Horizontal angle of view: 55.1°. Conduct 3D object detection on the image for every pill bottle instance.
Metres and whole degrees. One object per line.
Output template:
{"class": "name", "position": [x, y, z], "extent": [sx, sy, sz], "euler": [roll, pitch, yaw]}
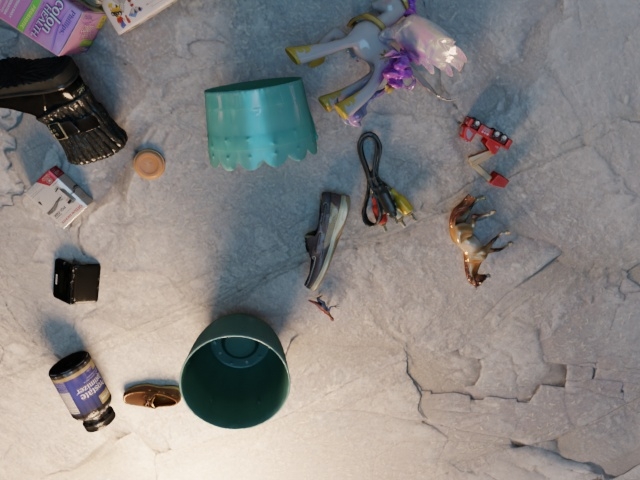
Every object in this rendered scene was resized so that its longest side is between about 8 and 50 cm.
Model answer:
{"class": "pill bottle", "position": [-0.689, 0.445, 1.792], "extent": [0.123, 0.123, 0.219], "euler": [-19, 110, 3]}

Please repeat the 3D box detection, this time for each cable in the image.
{"class": "cable", "position": [0.153, -0.153, 1.692], "extent": [0.139, 0.072, 0.287], "euler": [-21, 98, 21]}

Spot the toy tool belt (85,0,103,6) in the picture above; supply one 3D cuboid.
{"class": "toy tool belt", "position": [-0.547, -0.580, 1.430], "extent": [0.083, 0.051, 0.052], "euler": [33, 70, -27]}

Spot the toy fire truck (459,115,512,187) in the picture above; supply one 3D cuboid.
{"class": "toy fire truck", "position": [0.448, -0.240, 1.670], "extent": [0.192, 0.047, 0.135], "euler": [25, 107, -11]}

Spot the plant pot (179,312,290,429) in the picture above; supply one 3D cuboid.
{"class": "plant pot", "position": [-0.234, 0.340, 1.727], "extent": [0.293, 0.235, 0.293], "euler": [-1, 110, -4]}

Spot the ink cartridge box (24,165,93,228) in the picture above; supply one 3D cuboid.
{"class": "ink cartridge box", "position": [-0.693, -0.115, 1.630], "extent": [0.099, 0.056, 0.135], "euler": [-41, 106, 9]}

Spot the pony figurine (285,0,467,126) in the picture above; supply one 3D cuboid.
{"class": "pony figurine", "position": [0.155, -0.441, 1.468], "extent": [0.363, 0.303, 0.351], "euler": [-39, 82, -5]}

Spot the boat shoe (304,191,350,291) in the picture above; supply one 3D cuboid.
{"class": "boat shoe", "position": [0.000, 0.000, 1.700], "extent": [0.092, 0.103, 0.285], "euler": [19, 103, -5]}

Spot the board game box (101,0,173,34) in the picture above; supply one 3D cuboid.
{"class": "board game box", "position": [-0.403, -0.631, 1.411], "extent": [0.305, 0.053, 0.193], "euler": [-18, 112, 28]}

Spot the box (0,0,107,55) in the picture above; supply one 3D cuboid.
{"class": "box", "position": [-0.646, -0.544, 1.400], "extent": [0.243, 0.213, 0.117], "euler": [32, 104, -14]}

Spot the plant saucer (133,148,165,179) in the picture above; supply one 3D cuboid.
{"class": "plant saucer", "position": [-0.458, -0.203, 1.638], "extent": [0.084, 0.013, 0.083], "euler": [-1, 109, -4]}

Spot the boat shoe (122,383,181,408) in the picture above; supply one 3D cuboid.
{"class": "boat shoe", "position": [-0.508, 0.473, 1.846], "extent": [0.178, 0.060, 0.064], "euler": [0, 109, -4]}

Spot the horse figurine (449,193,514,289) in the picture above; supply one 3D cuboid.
{"class": "horse figurine", "position": [0.440, -0.011, 1.741], "extent": [0.174, 0.066, 0.263], "euler": [-36, 110, 2]}

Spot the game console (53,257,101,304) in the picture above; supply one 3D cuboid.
{"class": "game console", "position": [-0.691, 0.114, 1.735], "extent": [0.107, 0.071, 0.122], "euler": [19, 109, 21]}

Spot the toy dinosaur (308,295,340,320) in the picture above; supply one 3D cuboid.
{"class": "toy dinosaur", "position": [0.009, 0.202, 1.786], "extent": [0.090, 0.047, 0.082], "euler": [-17, 83, -28]}

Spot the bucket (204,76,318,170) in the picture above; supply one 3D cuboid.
{"class": "bucket", "position": [-0.150, -0.292, 1.499], "extent": [0.281, 0.281, 0.183], "euler": [-7, 109, -1]}

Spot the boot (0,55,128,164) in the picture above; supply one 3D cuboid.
{"class": "boot", "position": [-0.680, -0.313, 1.526], "extent": [0.348, 0.131, 0.260], "euler": [5, 144, 24]}
